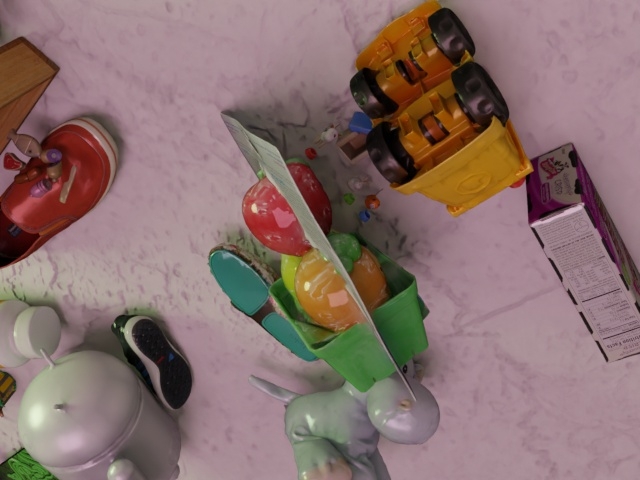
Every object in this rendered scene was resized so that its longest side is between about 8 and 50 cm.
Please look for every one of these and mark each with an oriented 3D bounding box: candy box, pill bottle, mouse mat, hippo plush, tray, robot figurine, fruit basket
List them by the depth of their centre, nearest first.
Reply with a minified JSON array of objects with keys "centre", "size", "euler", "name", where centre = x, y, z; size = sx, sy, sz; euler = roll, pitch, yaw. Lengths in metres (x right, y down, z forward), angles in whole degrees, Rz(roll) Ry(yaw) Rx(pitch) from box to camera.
[{"centre":[0.341,0.015,0.918],"size":[0.071,0.159,0.233],"euler":[-24,115,26],"name":"candy box"},{"centre":[0.000,0.000,0.924],"size":[0.165,0.327,0.353],"euler":[-28,112,-9],"name":"fruit basket"},{"centre":[-0.542,-0.096,1.023],"size":[0.076,0.203,0.411],"euler":[42,121,-13],"name":"tray"},{"centre":[0.080,0.285,1.146],"size":[0.236,0.294,0.234],"euler":[-42,127,4],"name":"hippo plush"},{"centre":[-0.367,0.320,1.223],"size":[0.300,0.200,0.353],"euler":[37,159,40],"name":"robot figurine"},{"centre":[-0.559,0.161,1.242],"size":[0.208,0.117,0.118],"euler":[-5,121,16],"name":"pill bottle"},{"centre":[-0.565,0.502,1.508],"size":[0.152,0.007,0.190],"euler":[-35,109,15],"name":"mouse mat"}]

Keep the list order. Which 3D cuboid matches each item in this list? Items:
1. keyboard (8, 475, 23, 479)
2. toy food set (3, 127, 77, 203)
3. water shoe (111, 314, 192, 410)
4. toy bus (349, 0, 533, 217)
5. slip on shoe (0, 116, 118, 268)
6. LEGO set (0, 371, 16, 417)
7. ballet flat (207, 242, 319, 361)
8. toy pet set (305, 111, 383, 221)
[{"centre":[-0.723,0.544,1.578],"size":[0.201,0.033,0.317],"euler":[10,125,8],"name":"keyboard"},{"centre":[-0.400,-0.100,1.010],"size":[0.122,0.019,0.078],"euler":[25,100,16],"name":"toy food set"},{"centre":[-0.287,0.204,1.250],"size":[0.080,0.073,0.203],"euler":[10,130,40],"name":"water shoe"},{"centre":[0.161,-0.142,0.866],"size":[0.149,0.220,0.211],"euler":[-34,142,28],"name":"toy bus"},{"centre":[-0.417,-0.058,1.081],"size":[0.331,0.101,0.123],"euler":[-36,107,28],"name":"slip on shoe"},{"centre":[-0.758,0.302,1.333],"size":[0.331,0.192,0.255],"euler":[-14,118,21],"name":"LEGO set"},{"centre":[-0.075,0.089,1.108],"size":[0.091,0.077,0.241],"euler":[-36,102,28],"name":"ballet flat"},{"centre":[0.055,-0.109,0.931],"size":[0.065,0.114,0.122],"euler":[-30,111,33],"name":"toy pet set"}]
